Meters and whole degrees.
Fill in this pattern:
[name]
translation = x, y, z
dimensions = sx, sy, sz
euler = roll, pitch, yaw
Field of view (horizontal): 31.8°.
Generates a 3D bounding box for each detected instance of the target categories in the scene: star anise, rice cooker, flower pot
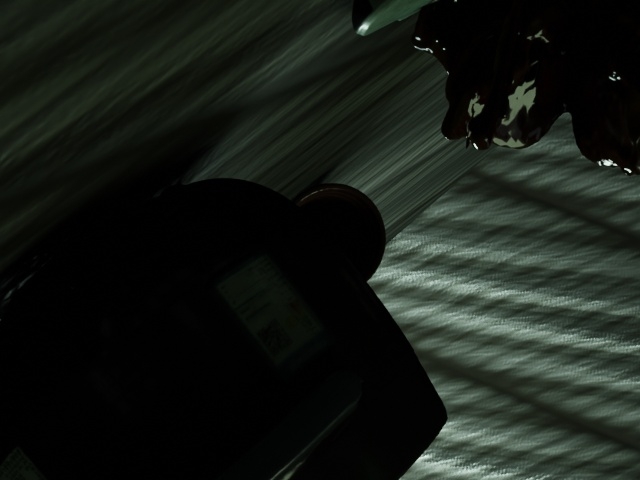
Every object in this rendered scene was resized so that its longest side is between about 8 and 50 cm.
[star anise]
translation = 0.164, -0.134, 0.708
dimensions = 0.220, 0.190, 0.126
euler = -105, -160, -53
[rice cooker]
translation = -0.078, 0.101, 0.676
dimensions = 0.267, 0.224, 0.267
euler = -40, 176, -3
[flower pot]
translation = 0.000, 0.000, 1.114
dimensions = 0.111, 0.111, 0.089
euler = -39, -170, -13

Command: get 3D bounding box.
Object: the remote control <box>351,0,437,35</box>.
[remote control]
translation = 0.120, -0.193, 0.625
dimensions = 0.256, 0.045, 0.097
euler = -37, -179, -11
